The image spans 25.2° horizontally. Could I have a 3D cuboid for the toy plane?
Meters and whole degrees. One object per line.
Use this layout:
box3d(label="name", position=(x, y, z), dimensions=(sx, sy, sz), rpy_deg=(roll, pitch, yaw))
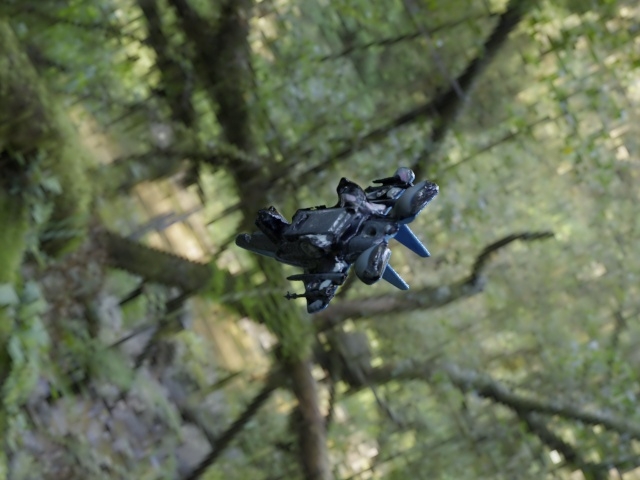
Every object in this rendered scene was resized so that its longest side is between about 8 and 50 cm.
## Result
box3d(label="toy plane", position=(-0.004, -0.005, 1.294), dimensions=(0.246, 0.169, 0.078), rpy_deg=(7, -37, 45))
